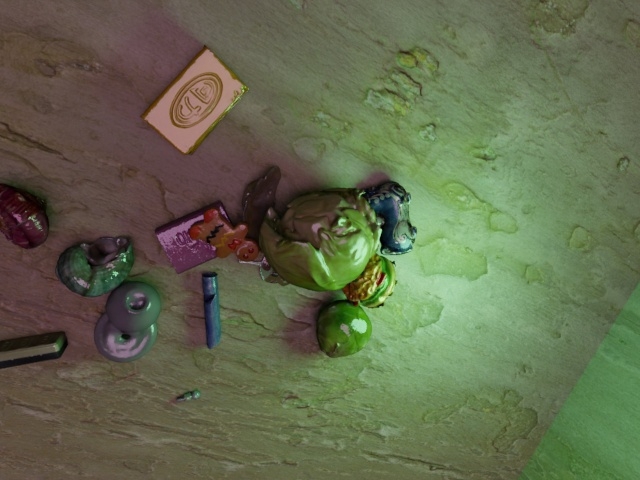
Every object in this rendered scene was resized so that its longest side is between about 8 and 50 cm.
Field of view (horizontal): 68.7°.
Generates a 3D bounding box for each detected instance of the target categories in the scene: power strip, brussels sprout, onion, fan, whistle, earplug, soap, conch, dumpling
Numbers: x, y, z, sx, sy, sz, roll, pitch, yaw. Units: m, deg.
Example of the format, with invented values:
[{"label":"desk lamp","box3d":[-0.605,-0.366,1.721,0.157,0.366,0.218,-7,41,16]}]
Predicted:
[{"label":"power strip","box3d":[-1.039,0.386,1.639,0.257,0.105,0.069,-9,107,-12]},{"label":"brussels sprout","box3d":[0.005,0.019,1.682,0.426,0.342,0.360,-17,123,-9]},{"label":"onion","box3d":[-0.946,-0.087,1.492,0.163,0.230,0.229,-37,117,-41]},{"label":"fan","box3d":[-0.210,0.097,1.826,0.227,0.008,0.152,10,104,-18]},{"label":"whistle","box3d":[-0.414,0.271,1.796,0.062,0.062,0.303,-4,107,-14]},{"label":"earplug","box3d":[-0.680,0.291,1.670,0.214,0.175,0.325,14,114,-23]},{"label":"brussels sprout","box3d":[0.087,0.357,1.884,0.244,0.244,0.243,-4,107,-14]},{"label":"soap","box3d":[-0.440,-0.011,1.693,0.260,0.081,0.181,-24,111,-7]},{"label":"conch","box3d":[-0.779,0.089,1.591,0.278,0.220,0.195,-14,149,13]},{"label":"whistle","box3d":[-0.530,0.631,1.888,0.100,0.035,0.035,-13,109,-9]},{"label":"soap","box3d":[-0.411,-0.460,1.558,0.204,0.096,0.324,41,93,-21]},{"label":"dumpling","box3d":[-0.242,-0.114,1.714,0.166,0.086,0.331,-5,110,-47]}]

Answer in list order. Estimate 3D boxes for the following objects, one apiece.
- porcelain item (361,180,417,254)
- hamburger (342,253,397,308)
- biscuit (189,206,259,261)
[{"label":"porcelain item","box3d":[0.264,-0.083,1.811,0.187,0.138,0.287,-9,90,-2]},{"label":"hamburger","box3d":[0.172,0.149,1.823,0.149,0.237,0.237,24,99,-29]},{"label":"biscuit","box3d":[-0.323,-0.005,1.648,0.250,0.036,0.165,37,108,-23]}]
